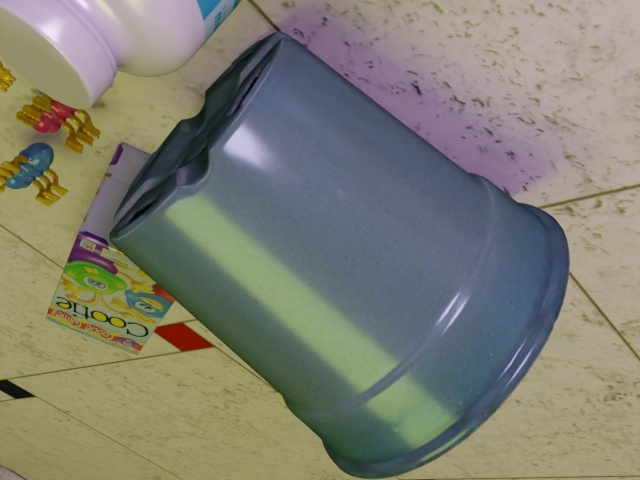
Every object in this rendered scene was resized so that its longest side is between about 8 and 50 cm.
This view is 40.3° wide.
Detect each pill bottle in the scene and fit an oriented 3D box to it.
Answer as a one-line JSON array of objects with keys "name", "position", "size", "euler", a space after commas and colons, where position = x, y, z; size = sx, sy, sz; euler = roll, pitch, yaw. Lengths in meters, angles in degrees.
[{"name": "pill bottle", "position": [-0.107, -0.213, 0.588], "size": [0.146, 0.264, 0.146], "euler": [31, 160, 13]}]

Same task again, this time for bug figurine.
[{"name": "bug figurine", "position": [-0.380, -0.147, 0.980], "size": [0.216, 0.072, 0.279], "euler": [-26, 140, 30]}]

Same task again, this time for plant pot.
[{"name": "plant pot", "position": [0.000, 0.000, 0.860], "size": [0.334, 0.341, 0.341], "euler": [39, 142, -19]}]

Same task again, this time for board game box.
[{"name": "board game box", "position": [-0.251, 0.023, 1.149], "size": [0.144, 0.142, 0.275], "euler": [24, 147, -12]}]
